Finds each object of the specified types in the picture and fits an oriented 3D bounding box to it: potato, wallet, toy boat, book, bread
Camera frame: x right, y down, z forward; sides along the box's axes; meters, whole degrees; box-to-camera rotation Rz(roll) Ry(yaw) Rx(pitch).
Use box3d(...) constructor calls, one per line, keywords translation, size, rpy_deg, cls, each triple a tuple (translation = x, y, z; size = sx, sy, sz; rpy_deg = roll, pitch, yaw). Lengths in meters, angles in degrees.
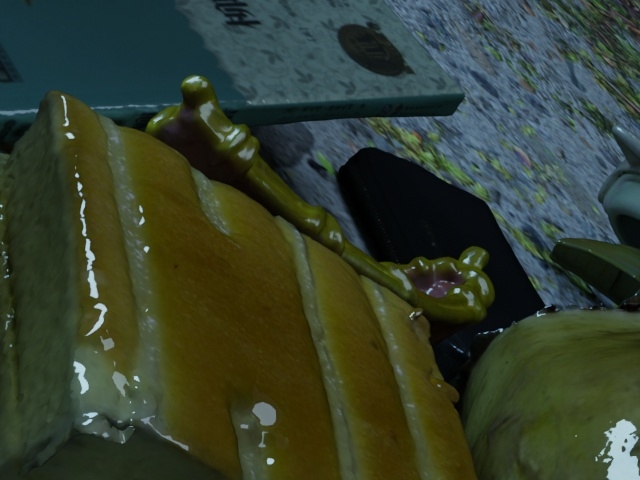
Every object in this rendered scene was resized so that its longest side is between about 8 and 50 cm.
box3d(translation=(0.161, 0.153, 0.898), size=(0.229, 0.229, 0.266), rpy_deg=(39, 19, -9), cls="potato")
box3d(translation=(0.102, 0.033, 1.271), size=(0.149, 0.044, 0.250), rpy_deg=(24, 28, -34), cls="wallet")
box3d(translation=(0.256, 0.055, 1.488), size=(0.172, 0.066, 0.065), rpy_deg=(44, -21, 13), cls="toy boat")
box3d(translation=(-0.112, -0.163, 1.140), size=(0.379, 0.031, 0.264), rpy_deg=(-7, 51, -44), cls="book")
box3d(translation=(-0.042, 0.077, 0.816), size=(0.239, 0.111, 0.246), rpy_deg=(32, 23, -26), cls="bread")
box3d(translation=(-0.001, 0.007, 1.014), size=(0.141, 0.099, 0.318), rpy_deg=(17, -7, 35), cls="toy boat")

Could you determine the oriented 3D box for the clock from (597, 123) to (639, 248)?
box3d(translation=(0.352, 0.018, 1.499), size=(0.324, 0.108, 0.265), rpy_deg=(47, -4, -41), cls="clock")
